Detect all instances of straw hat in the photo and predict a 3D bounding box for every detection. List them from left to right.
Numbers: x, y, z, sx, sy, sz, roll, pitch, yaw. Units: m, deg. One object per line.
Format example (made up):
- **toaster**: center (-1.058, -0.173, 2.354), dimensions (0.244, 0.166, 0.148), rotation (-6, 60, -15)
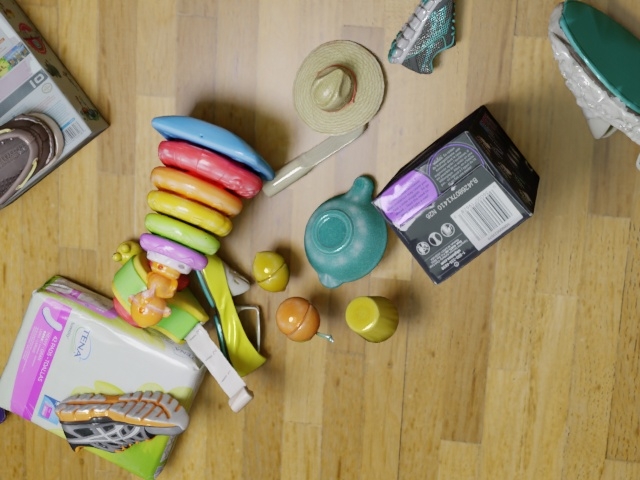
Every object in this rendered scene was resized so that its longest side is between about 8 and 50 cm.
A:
- **straw hat**: center (0.017, -0.219, 1.903), dimensions (0.145, 0.061, 0.144), rotation (1, 95, 16)

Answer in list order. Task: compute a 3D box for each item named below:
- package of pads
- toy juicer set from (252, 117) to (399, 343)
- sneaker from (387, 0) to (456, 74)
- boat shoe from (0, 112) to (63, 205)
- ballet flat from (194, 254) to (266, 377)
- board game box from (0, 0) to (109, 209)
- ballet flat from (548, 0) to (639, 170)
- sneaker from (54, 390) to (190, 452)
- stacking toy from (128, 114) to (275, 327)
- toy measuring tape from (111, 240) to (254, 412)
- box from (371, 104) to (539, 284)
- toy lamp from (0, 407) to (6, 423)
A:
- **package of pads**: center (-0.341, 0.210, 2.070), dimensions (0.297, 0.101, 0.229), rotation (26, 108, 4)
- **toy juicer set**: center (0.000, 0.000, 1.962), dimensions (0.209, 0.089, 0.328), rotation (-12, 75, 23)
- **sneaker**: center (0.168, -0.308, 1.871), dimensions (0.076, 0.065, 0.166), rotation (30, 111, -14)
- **boat shoe**: center (-0.524, -0.073, 1.945), dimensions (0.324, 0.097, 0.116), rotation (-33, 97, 17)
- **ballet flat**: center (-0.138, 0.098, 2.024), dimensions (0.077, 0.077, 0.231), rotation (-18, 103, -6)
- **board game box**: center (-0.504, -0.226, 2.003), dimensions (0.224, 0.097, 0.303), rotation (-35, 96, 16)
- **ballet flat**: center (0.452, -0.156, 1.810), dimensions (0.409, 0.147, 0.147), rotation (39, 108, 1)
- **sneaker**: center (-0.294, 0.279, 1.987), dimensions (0.215, 0.084, 0.083), rotation (0, 108, 21)
- **stacking toy**: center (-0.198, -0.014, 1.903), dimensions (0.175, 0.166, 0.301), rotation (20, 84, 12)
- **toy measuring tape**: center (-0.222, 0.119, 1.958), dimensions (0.121, 0.121, 0.330), rotation (-47, 62, 18)
- **box**: center (0.192, -0.068, 1.803), dimensions (0.165, 0.270, 0.143), rotation (-37, 94, 17)
- **toy lamp**: center (-0.575, 0.171, 2.122), dimensions (0.080, 0.080, 0.274), rotation (-15, 100, 15)
